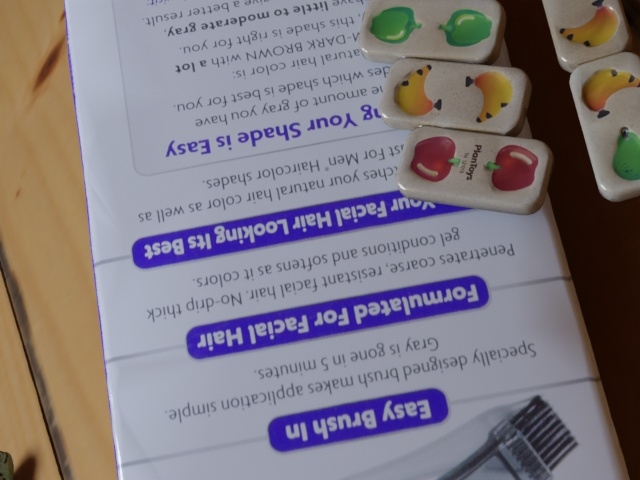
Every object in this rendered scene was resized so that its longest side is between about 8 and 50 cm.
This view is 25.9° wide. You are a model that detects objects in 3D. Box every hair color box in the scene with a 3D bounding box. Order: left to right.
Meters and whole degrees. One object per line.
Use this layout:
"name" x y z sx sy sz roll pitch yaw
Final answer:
"hair color box" 0.000 0.000 0.595 0.110 0.185 0.339 84 176 -62

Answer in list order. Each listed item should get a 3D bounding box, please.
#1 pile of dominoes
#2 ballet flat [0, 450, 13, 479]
"pile of dominoes" 0.099 -0.133 0.549 0.195 0.040 0.251 -16 63 11
"ballet flat" -0.254 0.224 0.984 0.188 0.070 0.070 -53 44 32
